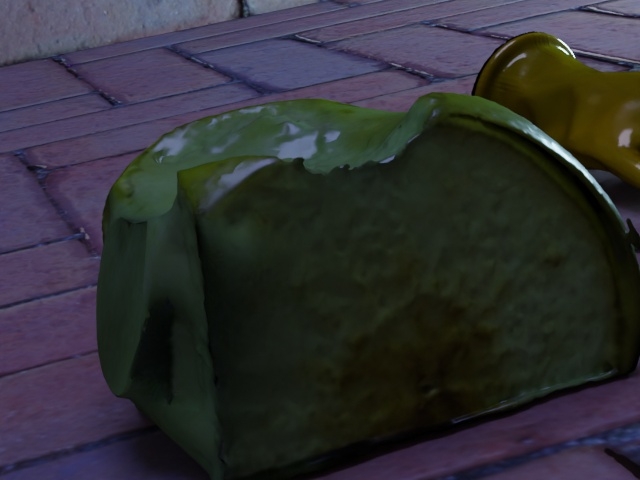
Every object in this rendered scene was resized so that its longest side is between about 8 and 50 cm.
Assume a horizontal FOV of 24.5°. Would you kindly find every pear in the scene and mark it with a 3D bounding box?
[{"bbox_3d":[0.000,0.000,0.856,0.286,0.176,0.282,-14,14,-19],"label":"pear"}]

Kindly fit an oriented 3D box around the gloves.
[{"bbox_3d":[0.256,-0.082,1.162,0.133,0.116,0.294,-44,37,-15],"label":"gloves"}]
